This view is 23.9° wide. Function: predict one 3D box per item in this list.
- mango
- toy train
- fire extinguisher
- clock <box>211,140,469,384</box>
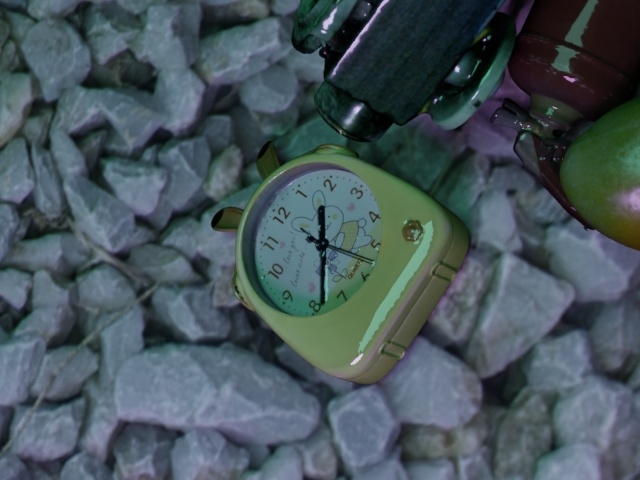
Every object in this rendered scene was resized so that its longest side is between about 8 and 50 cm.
[{"bbox_3d":[0.304,-0.065,1.108,0.251,0.114,0.156,-24,101,11],"label":"mango"},{"bbox_3d":[0.131,-0.283,1.153,0.442,0.179,0.272,-52,19,27],"label":"toy train"},{"bbox_3d":[0.243,-0.178,1.197,0.147,0.106,0.337,24,91,6],"label":"fire extinguisher"},{"bbox_3d":[0.000,0.000,1.292,0.232,0.069,0.170,37,96,31],"label":"clock"}]
